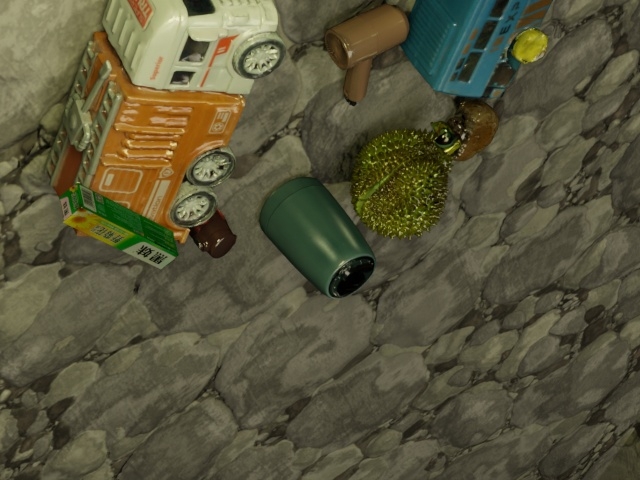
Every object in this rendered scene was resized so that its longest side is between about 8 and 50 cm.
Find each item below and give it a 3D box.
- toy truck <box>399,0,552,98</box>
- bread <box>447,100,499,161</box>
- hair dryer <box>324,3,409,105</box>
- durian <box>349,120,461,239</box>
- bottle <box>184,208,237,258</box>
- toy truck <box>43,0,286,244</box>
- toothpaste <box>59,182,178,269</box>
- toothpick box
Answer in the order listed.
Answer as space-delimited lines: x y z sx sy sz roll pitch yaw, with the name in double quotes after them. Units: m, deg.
0.261 -0.387 2.222 0.162 0.161 0.385 -2 134 -33 "toy truck"
0.246 -0.183 2.554 0.082 0.060 0.113 -9 139 -40 "bread"
0.061 -0.260 2.268 0.117 0.064 0.181 -27 155 -23 "hair dryer"
0.129 -0.095 2.456 0.146 0.159 0.198 54 53 -68 "durian"
-0.177 -0.042 2.174 0.060 0.164 0.060 -28 147 -20 "bottle"
-0.207 -0.180 1.965 0.207 0.173 0.387 -3 136 -33 "toy truck"
-0.253 -0.016 1.971 0.037 0.043 0.178 -38 140 21 "toothpaste"
0.000 0.000 2.400 0.120 0.184 0.120 -28 148 -20 "toothpick box"
